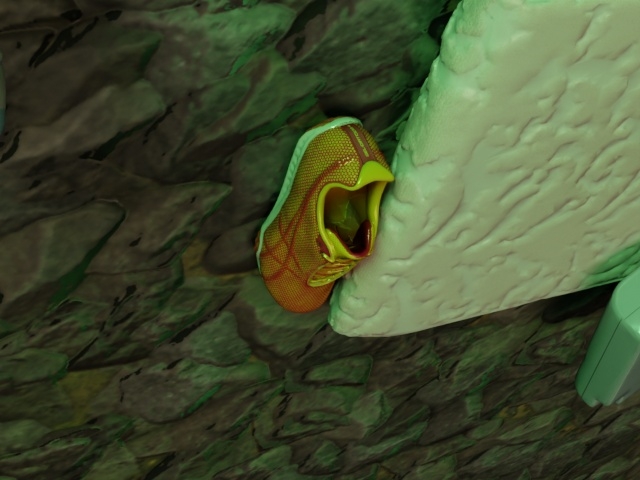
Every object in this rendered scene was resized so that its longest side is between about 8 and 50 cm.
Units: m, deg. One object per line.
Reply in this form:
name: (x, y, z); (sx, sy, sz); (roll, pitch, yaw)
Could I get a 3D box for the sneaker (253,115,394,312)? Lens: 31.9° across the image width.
sneaker: (0.000, 0.000, 0.709); (0.064, 0.067, 0.175); (-14, 148, -21)

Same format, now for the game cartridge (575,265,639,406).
game cartridge: (0.348, 0.018, 0.935); (0.297, 0.062, 0.198); (-31, 151, -15)

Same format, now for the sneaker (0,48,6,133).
sneaker: (-0.149, -0.126, 0.260); (0.127, 0.208, 0.319); (0, -178, -9)

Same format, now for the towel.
towel: (0.182, -0.064, 0.759); (0.317, 0.053, 0.332); (-11, 146, -25)
